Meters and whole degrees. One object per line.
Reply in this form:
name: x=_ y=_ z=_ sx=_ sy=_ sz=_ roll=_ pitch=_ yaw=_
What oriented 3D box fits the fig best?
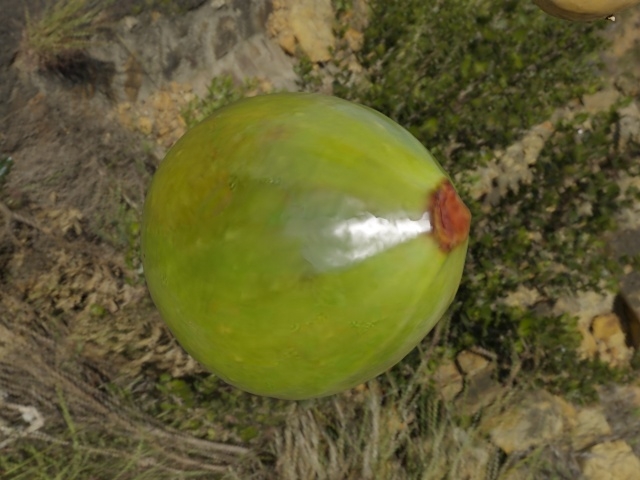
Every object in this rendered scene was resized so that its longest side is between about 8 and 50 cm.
fig: x=0.000 y=0.000 z=0.694 sx=0.316 sy=0.316 sz=0.316 roll=46 pitch=27 yaw=-31

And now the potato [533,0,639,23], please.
potato: x=0.286 y=-0.302 z=0.682 sx=0.150 sy=0.234 sz=0.146 roll=-21 pitch=75 yaw=-50
